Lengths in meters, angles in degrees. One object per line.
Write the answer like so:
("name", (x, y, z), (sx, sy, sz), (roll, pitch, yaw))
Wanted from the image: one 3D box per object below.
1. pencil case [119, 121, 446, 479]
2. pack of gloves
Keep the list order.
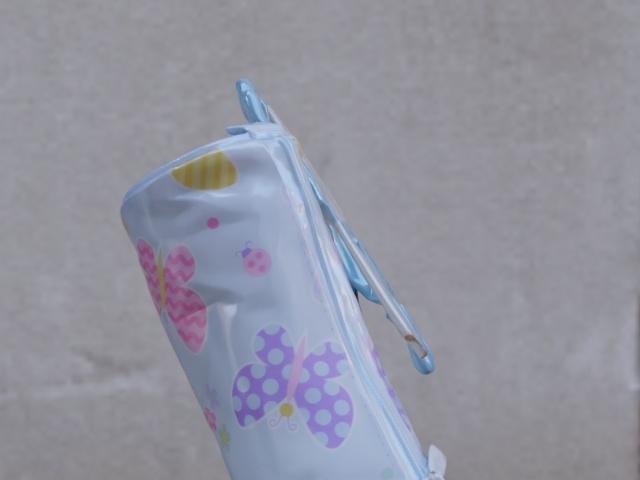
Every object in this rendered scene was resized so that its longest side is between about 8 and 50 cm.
("pencil case", (-0.016, 0.072, 1.009), (0.113, 0.273, 0.124), (-15, -16, -37))
("pack of gloves", (0.000, 0.000, 1.247), (0.046, 0.232, 0.195), (-34, -17, 3))
